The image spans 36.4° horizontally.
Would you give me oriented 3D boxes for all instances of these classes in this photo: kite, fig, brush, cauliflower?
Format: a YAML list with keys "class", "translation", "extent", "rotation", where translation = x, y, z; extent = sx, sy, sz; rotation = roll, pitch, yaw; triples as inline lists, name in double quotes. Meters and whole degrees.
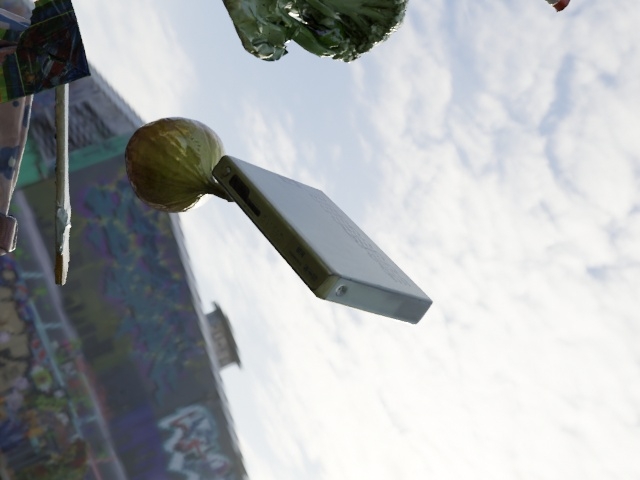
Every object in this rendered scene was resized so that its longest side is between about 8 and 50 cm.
- class: "kite"
  translation: [-0.192, -0.132, 0.658]
  extent: [0.090, 0.122, 0.004]
  rotation: [22, -5, 9]
- class: "fig"
  translation: [-0.188, -0.116, 1.448]
  extent: [0.230, 0.160, 0.143]
  rotation: [-6, -108, 48]
- class: "brush"
  translation: [-0.356, -0.100, 1.348]
  extent: [0.085, 0.020, 0.337]
  rotation: [-104, -161, -60]
- class: "cauliflower"
  translation: [-0.026, -0.323, 1.157]
  extent: [0.275, 0.250, 0.272]
  rotation: [39, -10, -1]

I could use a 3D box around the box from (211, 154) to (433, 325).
- class: "box"
  translation: [0.000, 0.000, 1.202]
  extent: [0.045, 0.210, 0.270]
  rotation: [-56, -132, 14]

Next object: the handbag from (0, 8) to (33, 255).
- class: "handbag"
  translation: [-0.348, -0.107, 0.844]
  extent: [0.190, 0.193, 0.252]
  rotation: [-134, -122, -63]

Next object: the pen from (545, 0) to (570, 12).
- class: "pen"
  translation: [0.213, -0.334, 1.116]
  extent: [0.218, 0.026, 0.026]
  rotation: [32, 0, -30]
